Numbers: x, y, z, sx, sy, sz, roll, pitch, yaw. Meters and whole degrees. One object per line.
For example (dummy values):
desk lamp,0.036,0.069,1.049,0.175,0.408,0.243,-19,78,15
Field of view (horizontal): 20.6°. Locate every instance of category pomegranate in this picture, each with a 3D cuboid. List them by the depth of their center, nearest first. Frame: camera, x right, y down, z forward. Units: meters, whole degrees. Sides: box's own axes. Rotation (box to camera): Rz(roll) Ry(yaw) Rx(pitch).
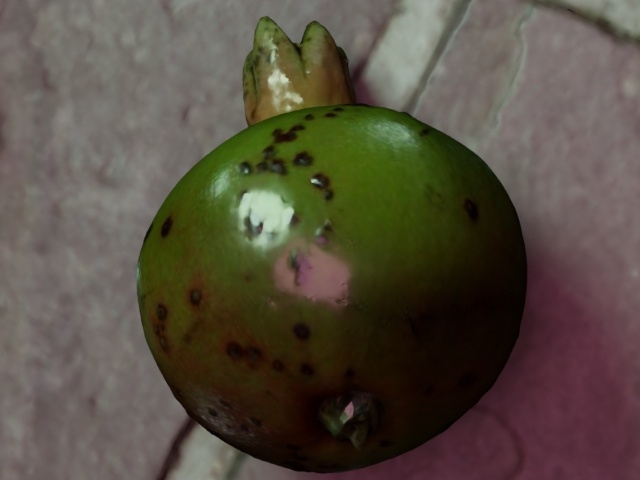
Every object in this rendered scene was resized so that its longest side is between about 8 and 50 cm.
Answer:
pomegranate,0.000,0.000,0.737,0.159,0.159,0.205,-16,58,10
